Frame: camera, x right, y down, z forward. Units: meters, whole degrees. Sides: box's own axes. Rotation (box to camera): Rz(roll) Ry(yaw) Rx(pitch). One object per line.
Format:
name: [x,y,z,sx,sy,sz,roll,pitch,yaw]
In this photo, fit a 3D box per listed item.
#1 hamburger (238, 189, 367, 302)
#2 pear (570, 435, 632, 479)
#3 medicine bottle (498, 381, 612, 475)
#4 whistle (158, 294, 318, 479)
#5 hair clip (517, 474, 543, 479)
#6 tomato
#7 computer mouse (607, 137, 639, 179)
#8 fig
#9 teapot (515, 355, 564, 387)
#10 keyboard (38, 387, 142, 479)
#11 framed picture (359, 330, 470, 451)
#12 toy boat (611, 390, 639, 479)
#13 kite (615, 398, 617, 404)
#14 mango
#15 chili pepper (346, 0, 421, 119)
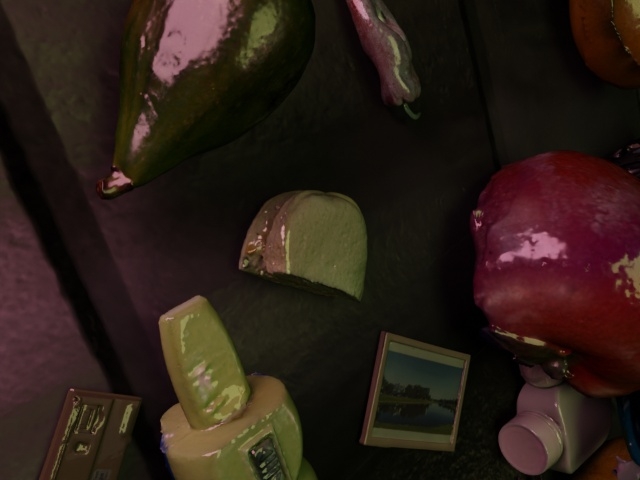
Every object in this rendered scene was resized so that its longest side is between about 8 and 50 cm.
hamburger: [-0.002,0.000,0.422,0.121,0.054,0.084,24,71,-40]
pear: [0.452,0.378,0.706,0.209,0.209,0.208,0,90,-40]
medicine bottle: [0.311,0.235,0.668,0.183,0.069,0.119,-13,95,-40]
whistle: [-0.058,0.145,0.351,0.105,0.085,0.227,-30,110,-36]
hair clip: [0.309,0.375,0.684,0.049,0.049,0.172,-33,109,-35]
tomato: [0.329,0.015,0.583,0.335,0.176,0.289,32,55,-24]
computer mouse: [0.548,-0.116,0.819,0.233,0.137,0.096,-27,104,-38]
fig: [-0.081,-0.098,0.326,0.117,0.117,0.177,30,88,-36]
teapot: [0.281,0.138,0.649,0.083,0.064,0.064,-48,110,-25]
keyboard: [-0.154,0.160,0.319,0.049,0.015,0.129,24,75,-42]
framed picture: [0.104,0.161,0.534,0.149,0.011,0.109,21,77,-37]
toy boat: [0.441,0.228,0.686,0.134,0.092,0.299,38,33,9]
kite: [0.458,0.214,0.800,0.245,0.015,0.141,54,36,-31]
mango: [0.442,-0.318,0.735,0.236,0.136,0.166,34,72,-29]
chili pepper: [0.062,-0.182,0.480,0.050,0.041,0.153,-81,148,-67]
